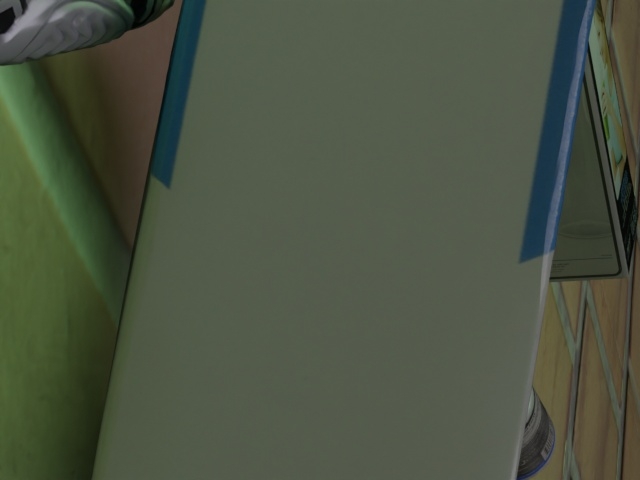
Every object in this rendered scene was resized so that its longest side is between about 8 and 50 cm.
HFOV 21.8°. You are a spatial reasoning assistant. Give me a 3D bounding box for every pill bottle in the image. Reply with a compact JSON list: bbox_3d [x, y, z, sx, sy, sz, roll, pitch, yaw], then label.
[{"bbox_3d":[0.145,0.143,1.374,0.137,0.078,0.078,55,34,-56],"label":"pill bottle"}]

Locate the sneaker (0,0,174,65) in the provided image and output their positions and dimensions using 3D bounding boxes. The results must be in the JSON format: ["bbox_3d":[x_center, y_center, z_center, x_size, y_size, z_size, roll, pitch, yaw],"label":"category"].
[{"bbox_3d":[-0.151,-0.145,0.464,0.366,0.137,0.210,-40,125,-65],"label":"sneaker"}]

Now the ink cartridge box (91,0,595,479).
[{"bbox_3d":[-0.006,0.003,0.640,0.307,0.129,0.223,139,-39,-81],"label":"ink cartridge box"}]

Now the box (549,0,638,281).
[{"bbox_3d":[0.144,-0.104,1.304,0.087,0.169,0.290,-67,149,-50],"label":"box"}]
